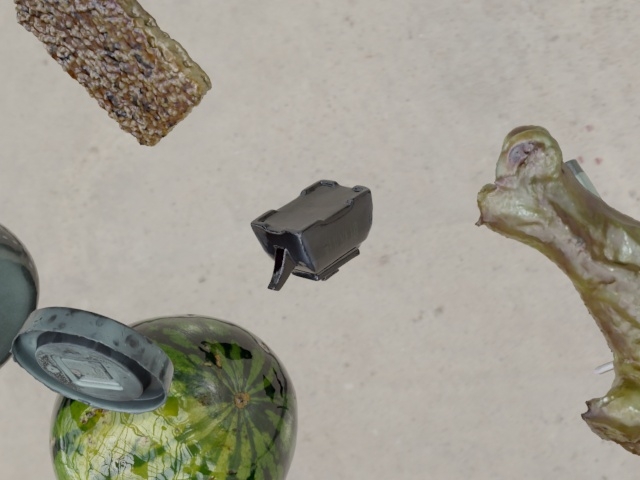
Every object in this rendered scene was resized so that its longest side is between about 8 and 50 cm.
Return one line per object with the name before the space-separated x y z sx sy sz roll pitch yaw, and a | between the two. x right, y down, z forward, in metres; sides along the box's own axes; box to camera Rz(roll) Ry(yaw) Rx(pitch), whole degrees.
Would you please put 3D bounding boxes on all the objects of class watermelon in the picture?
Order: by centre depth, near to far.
watermelon | -0.172 0.225 1.323 0.285 0.285 0.285 10 109 33

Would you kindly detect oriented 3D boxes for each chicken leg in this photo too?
chicken leg | 0.278 0.070 0.974 0.361 0.140 0.211 28 87 2

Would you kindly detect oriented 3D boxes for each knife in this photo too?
knife | 0.463 0.151 1.552 0.256 0.046 0.022 -36 73 52

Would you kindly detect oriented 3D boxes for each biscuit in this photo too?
biscuit | -0.197 -0.181 0.919 0.237 0.026 0.131 46 144 -10

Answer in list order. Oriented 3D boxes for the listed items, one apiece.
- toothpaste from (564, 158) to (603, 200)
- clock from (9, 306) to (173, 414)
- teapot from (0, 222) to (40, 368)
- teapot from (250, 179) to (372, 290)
toothpaste | 0.408 -0.011 1.617 0.062 0.039 0.239 100 147 -65
clock | -0.116 0.062 0.582 0.085 0.017 0.085 12 148 8
teapot | -0.469 0.046 1.301 0.285 0.223 0.305 36 159 33
teapot | 0.000 0.000 1.307 0.087 0.177 0.096 12 126 45
